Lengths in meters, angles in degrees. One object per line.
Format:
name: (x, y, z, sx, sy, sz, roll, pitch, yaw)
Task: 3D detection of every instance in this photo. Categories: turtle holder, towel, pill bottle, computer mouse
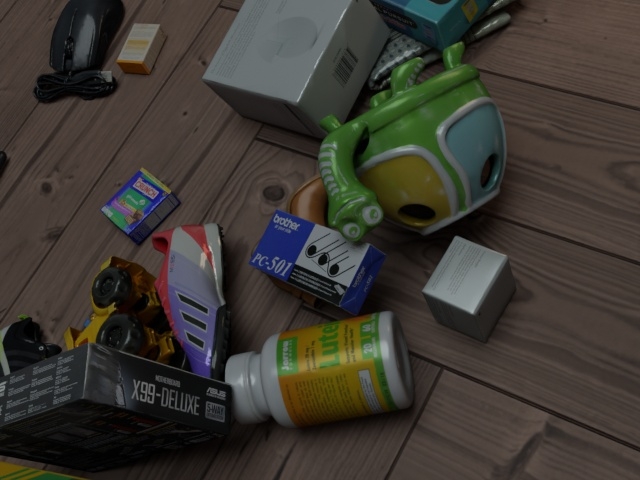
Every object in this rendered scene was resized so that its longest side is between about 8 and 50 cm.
turtle holder: (0.142, -0.129, 1.320, 0.243, 0.320, 0.228, -28, 92, 23)
towel: (0.171, -0.442, 1.643, 0.324, 0.056, 0.312, -30, 53, 4)
pill bottle: (-0.002, 0.188, 1.282, 0.245, 0.136, 0.136, -13, 58, 12)
computer mouse: (-0.476, -0.409, 1.832, 0.188, 0.072, 0.272, -1, 61, 20)

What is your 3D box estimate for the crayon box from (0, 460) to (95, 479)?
crayon box: (-0.381, 0.375, 1.270, 0.322, 0.203, 0.083, 5, 64, 23)

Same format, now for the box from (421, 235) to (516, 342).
box: (0.213, 0.069, 1.295, 0.087, 0.102, 0.101, 23, 71, 31)

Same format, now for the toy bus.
toy bus: (-0.327, 0.168, 1.421, 0.211, 0.149, 0.220, -34, 52, 17)

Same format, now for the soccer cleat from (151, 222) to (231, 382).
soccer cleat: (-0.197, 0.102, 1.392, 0.116, 0.109, 0.318, -3, 48, -8)

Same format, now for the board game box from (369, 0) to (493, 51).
board game box: (0.220, -0.506, 1.578, 0.253, 0.079, 0.336, 34, 77, 35)

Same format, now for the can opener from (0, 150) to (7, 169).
can opener: (-0.655, -0.098, 1.728, 0.059, 0.073, 0.186, 14, 58, 34)

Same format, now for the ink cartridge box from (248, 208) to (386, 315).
ink cartridge box: (-0.009, 0.028, 1.329, 0.207, 0.046, 0.097, 21, 82, 45)

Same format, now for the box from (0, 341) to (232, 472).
box: (-0.312, 0.237, 1.241, 0.307, 0.242, 0.077, -23, 56, 36)

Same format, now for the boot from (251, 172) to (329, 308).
boot: (0.000, 0.000, 1.432, 0.152, 0.073, 0.197, 37, 90, 33)

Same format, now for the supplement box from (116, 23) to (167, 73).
supplement box: (-0.349, -0.375, 1.788, 0.062, 0.036, 0.098, 8, 65, 24)

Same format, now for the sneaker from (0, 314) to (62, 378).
sneaker: (-0.457, 0.205, 1.466, 0.097, 0.084, 0.235, -38, 56, -5)

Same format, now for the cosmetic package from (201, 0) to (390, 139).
cosmetic package: (-0.041, -0.314, 1.554, 0.224, 0.138, 0.224, 21, 79, 35)

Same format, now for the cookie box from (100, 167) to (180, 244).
cookie box: (-0.314, -0.061, 1.593, 0.092, 0.040, 0.107, 36, 77, 33)
